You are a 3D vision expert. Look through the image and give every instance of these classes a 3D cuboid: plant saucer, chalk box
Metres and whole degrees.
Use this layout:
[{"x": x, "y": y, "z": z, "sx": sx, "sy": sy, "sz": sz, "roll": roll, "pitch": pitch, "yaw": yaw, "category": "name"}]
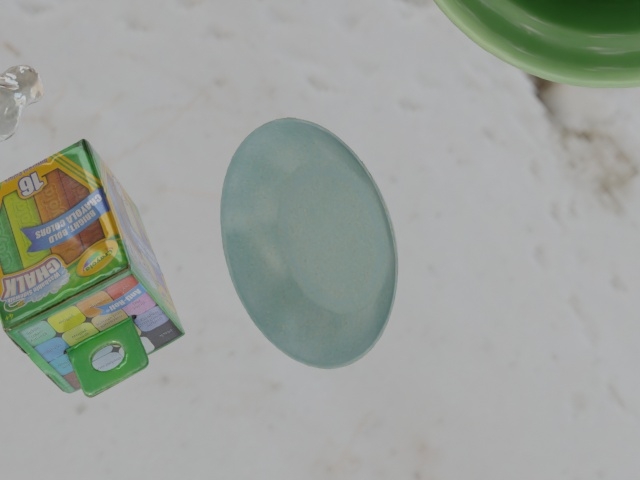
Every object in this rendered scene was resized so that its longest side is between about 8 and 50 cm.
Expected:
[{"x": 0.000, "y": 0.000, "z": 1.387, "sx": 0.037, "sy": 0.195, "sz": 0.195, "roll": -15, "pitch": 70, "yaw": -41, "category": "plant saucer"}, {"x": -0.219, "y": 0.042, "z": 1.673, "sx": 0.213, "sy": 0.132, "sz": 0.132, "roll": 65, "pitch": 4, "yaw": 37, "category": "chalk box"}]

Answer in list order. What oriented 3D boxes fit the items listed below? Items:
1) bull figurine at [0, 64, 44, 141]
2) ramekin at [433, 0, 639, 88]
[{"x": -0.347, "y": -0.054, "z": 1.407, "sx": 0.101, "sy": 0.310, "sz": 0.188, "roll": 44, "pitch": 10, "yaw": -26, "category": "bull figurine"}, {"x": 0.211, "y": -0.274, "z": 1.301, "sx": 0.303, "sy": 0.303, "sz": 0.148, "roll": 43, "pitch": 27, "yaw": -8, "category": "ramekin"}]
